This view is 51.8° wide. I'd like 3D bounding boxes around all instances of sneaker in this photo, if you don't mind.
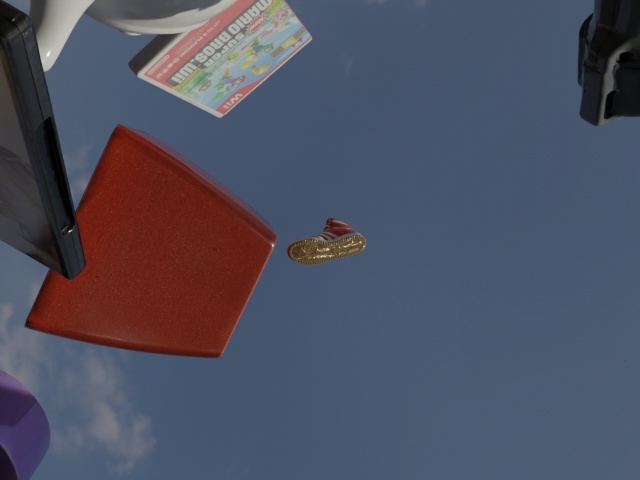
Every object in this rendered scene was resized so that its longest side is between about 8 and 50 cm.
[{"bbox_3d":[0.000,0.000,0.965,0.067,0.119,0.042,-130,-142,-56],"label":"sneaker"}]

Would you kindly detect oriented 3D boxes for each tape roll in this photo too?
[{"bbox_3d":[-0.421,0.233,0.761,0.189,0.080,0.188,2,-62,5],"label":"tape roll"}]

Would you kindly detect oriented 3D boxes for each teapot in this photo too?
[{"bbox_3d":[-0.163,-0.283,0.618,0.252,0.256,0.187,64,-34,34],"label":"teapot"}]

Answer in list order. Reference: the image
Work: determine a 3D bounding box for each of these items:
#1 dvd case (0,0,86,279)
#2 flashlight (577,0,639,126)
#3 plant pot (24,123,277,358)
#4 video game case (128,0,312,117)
[{"bbox_3d":[-0.236,-0.078,0.406,0.180,0.253,0.022,30,-122,5],"label":"dvd case"},{"bbox_3d":[0.213,-0.205,0.390,0.103,0.304,0.103,1,-120,19],"label":"flashlight"},{"bbox_3d":[-0.206,0.017,0.911,0.236,0.267,0.267,25,-87,-11],"label":"plant pot"},{"bbox_3d":[-0.128,-0.274,0.944,0.204,0.285,0.025,-39,-98,10],"label":"video game case"}]
